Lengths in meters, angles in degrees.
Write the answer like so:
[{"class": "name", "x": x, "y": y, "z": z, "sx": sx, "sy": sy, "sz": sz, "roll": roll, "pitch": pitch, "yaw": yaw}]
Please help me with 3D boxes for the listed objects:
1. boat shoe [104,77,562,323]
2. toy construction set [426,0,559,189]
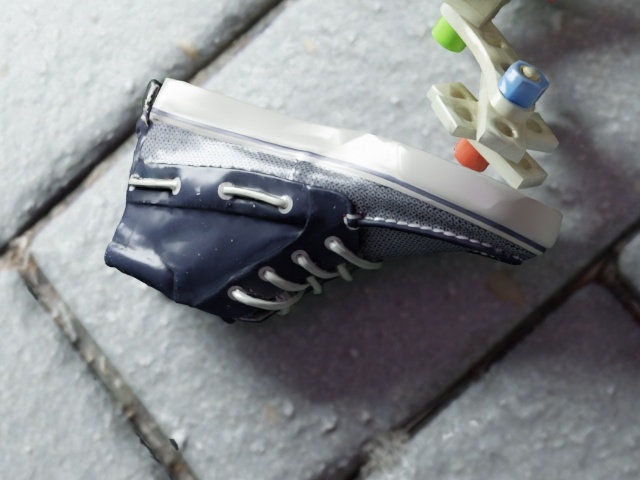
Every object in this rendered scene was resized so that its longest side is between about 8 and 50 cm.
[{"class": "boat shoe", "x": 0.000, "y": 0.000, "z": 1.315, "sx": 0.340, "sy": 0.127, "sz": 0.158, "roll": 18, "pitch": 87, "yaw": 30}, {"class": "toy construction set", "x": 0.178, "y": -0.204, "z": 1.288, "sx": 0.215, "sy": 0.151, "sz": 0.328, "roll": 39, "pitch": 108, "yaw": 8}]
